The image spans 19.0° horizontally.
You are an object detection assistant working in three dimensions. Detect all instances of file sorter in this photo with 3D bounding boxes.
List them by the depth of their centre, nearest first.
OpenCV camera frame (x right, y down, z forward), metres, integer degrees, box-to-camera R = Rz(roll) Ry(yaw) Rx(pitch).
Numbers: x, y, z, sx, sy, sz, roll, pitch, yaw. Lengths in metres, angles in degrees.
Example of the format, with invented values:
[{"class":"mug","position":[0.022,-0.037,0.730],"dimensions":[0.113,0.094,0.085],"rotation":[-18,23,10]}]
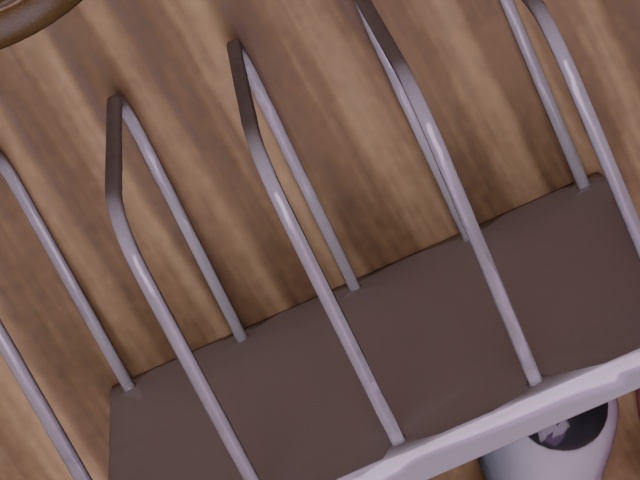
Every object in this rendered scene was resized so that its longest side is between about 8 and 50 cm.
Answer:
[{"class":"file sorter","position":[0.000,0.000,0.869],"dimensions":[0.277,0.193,0.173],"rotation":[-24,112,4]}]

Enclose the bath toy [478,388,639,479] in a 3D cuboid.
[{"class":"bath toy","position":[0.191,0.111,0.976],"dimensions":[0.348,0.129,0.151],"rotation":[-7,124,-5]}]

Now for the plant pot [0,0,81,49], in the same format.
[{"class":"plant pot","position":[-0.181,-0.183,0.832],"dimensions":[0.236,0.032,0.236],"rotation":[-6,116,-12]}]
